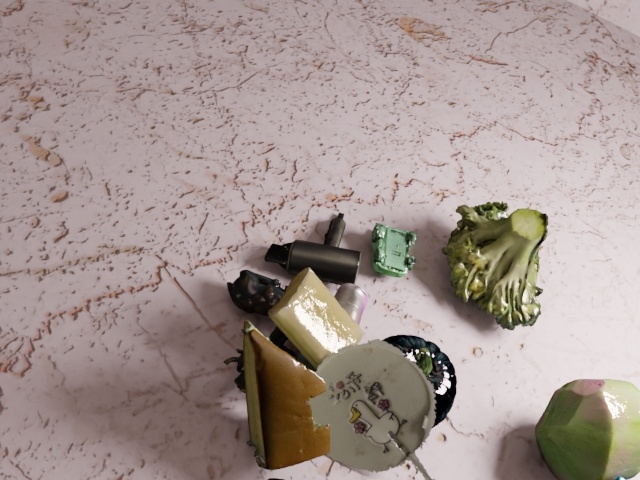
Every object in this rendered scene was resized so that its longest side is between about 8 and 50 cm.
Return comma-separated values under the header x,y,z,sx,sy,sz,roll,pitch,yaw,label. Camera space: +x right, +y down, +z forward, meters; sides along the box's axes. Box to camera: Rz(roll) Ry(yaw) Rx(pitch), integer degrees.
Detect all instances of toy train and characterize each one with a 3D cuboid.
x,y,z,sx,sy,sz,roll,pitch,yaw,label
0.154,0.020,1.814,0.099,0.081,0.149,14,53,-12,toy train

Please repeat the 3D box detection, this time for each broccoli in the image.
x,y,z,sx,sy,sz,roll,pitch,yaw,label
0.397,0.033,1.787,0.288,0.245,0.248,39,56,19,broccoli

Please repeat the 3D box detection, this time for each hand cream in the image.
x,y,z,sx,sy,sz,roll,pitch,yaw,label
0.009,0.214,1.586,0.111,0.070,0.312,28,49,-1,hand cream

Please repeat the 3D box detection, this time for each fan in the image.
x,y,z,sx,sy,sz,roll,pitch,yaw,label
0.143,0.367,1.472,0.415,0.233,0.012,51,4,1,fan

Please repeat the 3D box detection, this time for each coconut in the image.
x,y,z,sx,sy,sz,roll,pitch,yaw,label
0.516,0.369,1.571,0.236,0.236,0.205,1,71,-22,coconut

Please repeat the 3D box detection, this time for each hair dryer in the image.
x,y,z,sx,sy,sz,roll,pitch,yaw,label
0.000,0.000,1.777,0.195,0.078,0.248,12,31,6,hair dryer

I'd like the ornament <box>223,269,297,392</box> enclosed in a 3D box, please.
x,y,z,sx,sy,sz,roll,pitch,yaw,label
-0.126,0.174,1.546,0.202,0.080,0.236,22,50,10,ornament

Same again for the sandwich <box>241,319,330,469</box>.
x,y,z,sx,sy,sz,roll,pitch,yaw,label
-0.069,0.254,1.401,0.128,0.122,0.236,-8,99,-25,sandwich

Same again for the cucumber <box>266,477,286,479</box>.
x,y,z,sx,sy,sz,roll,pitch,yaw,label
0.015,0.504,1.329,0.081,0.072,0.303,-24,63,-36,cucumber

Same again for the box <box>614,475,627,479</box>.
x,y,z,sx,sy,sz,roll,pitch,yaw,label
0.510,0.541,1.463,0.073,0.139,0.194,32,46,6,box

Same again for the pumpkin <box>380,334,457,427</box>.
x,y,z,sx,sy,sz,roll,pitch,yaw,label
0.169,0.271,1.557,0.194,0.150,0.194,2,85,-22,pumpkin

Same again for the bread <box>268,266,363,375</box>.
x,y,z,sx,sy,sz,roll,pitch,yaw,label
-0.006,0.157,1.517,0.178,0.060,0.139,51,45,-15,bread
